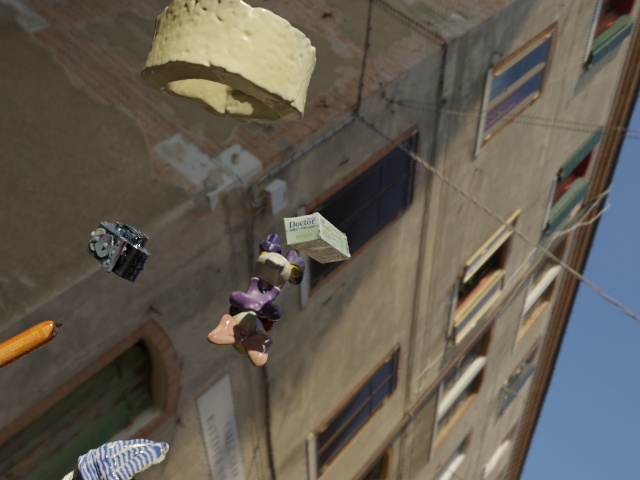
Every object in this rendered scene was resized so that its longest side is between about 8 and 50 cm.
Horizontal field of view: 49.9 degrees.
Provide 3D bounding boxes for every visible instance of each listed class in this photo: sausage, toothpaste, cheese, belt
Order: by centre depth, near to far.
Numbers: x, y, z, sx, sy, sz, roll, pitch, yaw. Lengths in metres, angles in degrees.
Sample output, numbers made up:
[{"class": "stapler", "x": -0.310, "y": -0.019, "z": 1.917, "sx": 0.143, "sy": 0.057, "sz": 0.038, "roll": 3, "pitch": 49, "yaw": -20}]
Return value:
[{"class": "cheese", "x": -0.185, "y": -0.346, "z": 1.374, "sx": 0.332, "sy": 0.153, "sz": 0.292, "roll": 11, "pitch": -8, "yaw": 41}, {"class": "sausage", "x": -0.753, "y": 0.277, "z": 1.571, "sx": 0.053, "sy": 0.348, "sz": 0.053, "roll": 57, "pitch": -13, "yaw": 21}, {"class": "toothpaste", "x": 0.000, "y": 0.000, "z": 1.611, "sx": 0.081, "sy": 0.336, "sz": 0.067, "roll": -11, "pitch": -101, "yaw": 11}, {"class": "belt", "x": -0.533, "y": 0.017, "z": 1.836, "sx": 0.218, "sy": 0.128, "sz": 0.122, "roll": 25, "pitch": -5, "yaw": 47}]

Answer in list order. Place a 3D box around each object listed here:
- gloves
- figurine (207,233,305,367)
[{"class": "gloves", "x": -0.355, "y": 0.404, "z": 1.174, "sx": 0.229, "sy": 0.097, "sz": 0.119, "roll": -32, "pitch": -104, "yaw": 11}, {"class": "figurine", "x": -0.144, "y": 0.145, "z": 1.714, "sx": 0.154, "sy": 0.420, "sz": 0.193, "roll": 26, "pitch": -42, "yaw": -2}]
